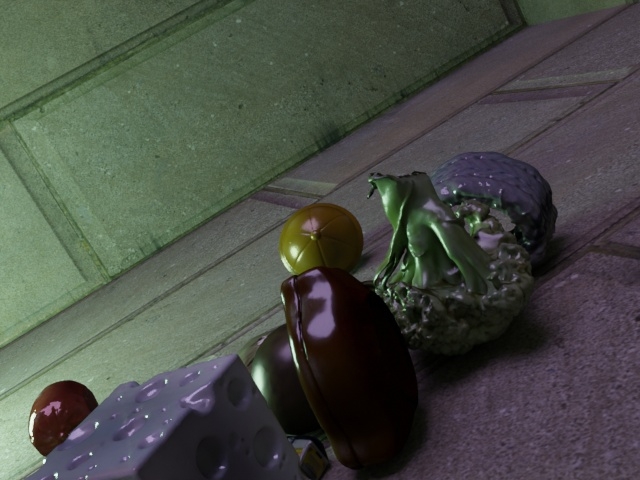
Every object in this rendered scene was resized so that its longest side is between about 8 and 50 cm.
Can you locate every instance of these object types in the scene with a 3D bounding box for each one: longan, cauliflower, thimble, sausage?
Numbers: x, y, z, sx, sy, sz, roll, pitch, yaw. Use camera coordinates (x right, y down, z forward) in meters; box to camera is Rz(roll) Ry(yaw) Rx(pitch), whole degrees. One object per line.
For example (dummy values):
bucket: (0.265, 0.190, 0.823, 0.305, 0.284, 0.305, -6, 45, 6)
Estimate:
longan: (-0.034, 0.221, 1.361, 0.185, 0.159, 0.204, -76, 11, -55)
cauliflower: (0.202, 0.032, 1.334, 0.260, 0.281, 0.327, -5, 11, -31)
thimble: (0.280, -0.033, 1.515, 0.245, 0.217, 0.157, -3, 29, 23)
sausage: (-0.527, 0.363, 1.790, 0.148, 0.148, 0.254, -31, 15, -6)

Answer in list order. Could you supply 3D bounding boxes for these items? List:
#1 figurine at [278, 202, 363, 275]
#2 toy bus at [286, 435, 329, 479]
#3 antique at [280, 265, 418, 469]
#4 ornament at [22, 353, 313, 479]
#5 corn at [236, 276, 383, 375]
figurine: (-0.003, -0.004, 2.001, 0.192, 0.167, 0.257, -42, 12, 4)
toy bus: (-0.069, 0.325, 1.262, 0.172, 0.057, 0.072, -16, 28, 39)
antique: (0.044, 0.165, 1.188, 0.129, 0.278, 0.223, -22, -14, 17)
ornament: (-0.191, 0.327, 1.123, 0.240, 0.240, 0.239, -19, 16, 34)
corn: (-0.005, 0.173, 1.508, 0.305, 0.123, 0.122, -28, 13, -1)
